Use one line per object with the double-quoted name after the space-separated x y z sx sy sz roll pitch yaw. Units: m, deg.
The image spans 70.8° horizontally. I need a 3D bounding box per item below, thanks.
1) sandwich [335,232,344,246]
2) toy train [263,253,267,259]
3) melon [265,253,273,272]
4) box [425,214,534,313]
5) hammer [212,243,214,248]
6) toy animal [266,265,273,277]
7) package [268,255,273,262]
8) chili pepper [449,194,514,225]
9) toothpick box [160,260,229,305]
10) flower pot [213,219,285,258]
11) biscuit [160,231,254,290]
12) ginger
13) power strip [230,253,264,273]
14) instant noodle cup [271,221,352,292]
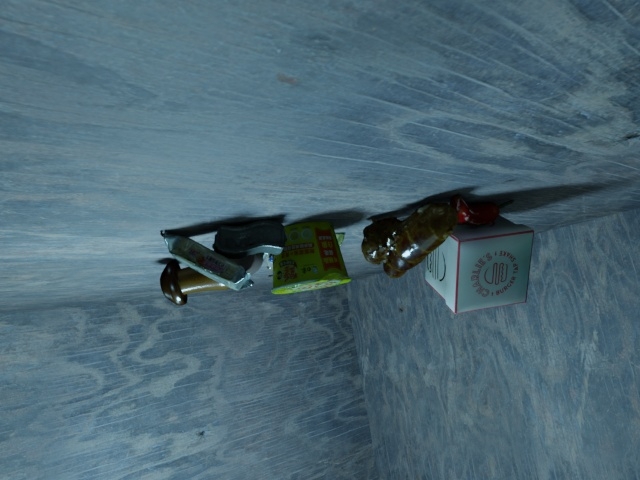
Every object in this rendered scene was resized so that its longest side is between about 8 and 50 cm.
0.000 0.000 1.941 0.117 0.144 0.187 -2 131 -37 "sandwich"
-0.302 0.071 1.871 0.088 0.086 0.407 1 167 -19 "toy train"
-0.193 0.071 1.959 0.203 0.093 0.140 -25 151 36 "melon"
0.618 0.073 1.808 0.313 0.314 0.300 -7 -159 -9 "box"
-0.364 0.008 1.660 0.036 0.019 0.110 -2 162 -35 "hammer"
-0.200 0.145 2.388 0.186 0.093 0.214 -10 178 33 "toy animal"
-0.111 0.076 1.891 0.173 0.027 0.171 27 136 -15 "package"
0.572 -0.108 1.657 0.369 0.091 0.137 -4 156 -41 "chili pepper"
-0.518 0.158 1.894 0.295 0.192 0.192 -14 171 -8 "toothpick box"
-0.230 -0.003 1.462 0.230 0.103 0.108 -5 169 -15 "flower pot"
-0.364 0.071 1.453 0.309 0.079 0.186 28 162 4 "biscuit"
0.302 -0.021 1.620 0.254 0.176 0.418 38 140 -8 "ginger"
-0.281 0.051 1.578 0.154 0.154 0.078 -12 172 16 "power strip"
-0.048 0.064 1.661 0.312 0.221 0.311 -10 171 -2 "instant noodle cup"
